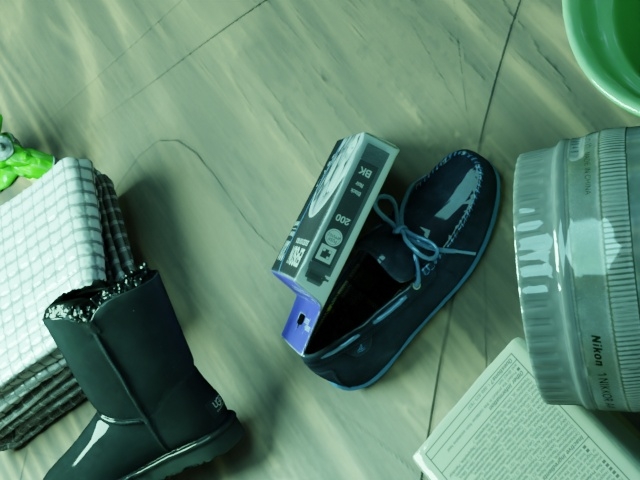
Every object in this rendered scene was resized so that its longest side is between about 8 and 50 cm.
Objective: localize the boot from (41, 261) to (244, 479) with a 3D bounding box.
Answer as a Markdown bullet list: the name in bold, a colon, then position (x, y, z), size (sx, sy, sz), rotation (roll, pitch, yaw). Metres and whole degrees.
- **boot**: position (-0.220, 0.150, 1.787), size (0.246, 0.094, 0.207), rotation (-25, 101, 24)

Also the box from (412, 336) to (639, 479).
- **box**: position (0.229, 0.236, 1.434), size (0.148, 0.121, 0.311), rotation (-49, 48, 11)

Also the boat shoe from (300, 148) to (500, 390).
- **boat shoe**: position (0.076, 0.027, 1.672), size (0.109, 0.089, 0.258), rotation (32, 93, 43)

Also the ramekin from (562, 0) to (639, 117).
- **ramekin**: position (0.369, -0.212, 1.494), size (0.303, 0.148, 0.303), rotation (-16, 62, 33)

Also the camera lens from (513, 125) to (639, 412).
- **camera lens**: position (0.297, 0.015, 1.358), size (0.274, 0.219, 0.219), rotation (-6, 66, 14)

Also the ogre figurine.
- **ogre figurine**: position (-0.377, -0.095, 2.080), size (0.197, 0.118, 0.097), rotation (33, 94, 43)

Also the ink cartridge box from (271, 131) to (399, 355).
- **ink cartridge box**: position (0.000, 0.000, 1.698), size (0.206, 0.045, 0.208), rotation (-171, 106, -83)

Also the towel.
- **towel**: position (-0.311, 0.071, 1.958), size (0.283, 0.121, 0.235), rotation (-36, 51, 25)
